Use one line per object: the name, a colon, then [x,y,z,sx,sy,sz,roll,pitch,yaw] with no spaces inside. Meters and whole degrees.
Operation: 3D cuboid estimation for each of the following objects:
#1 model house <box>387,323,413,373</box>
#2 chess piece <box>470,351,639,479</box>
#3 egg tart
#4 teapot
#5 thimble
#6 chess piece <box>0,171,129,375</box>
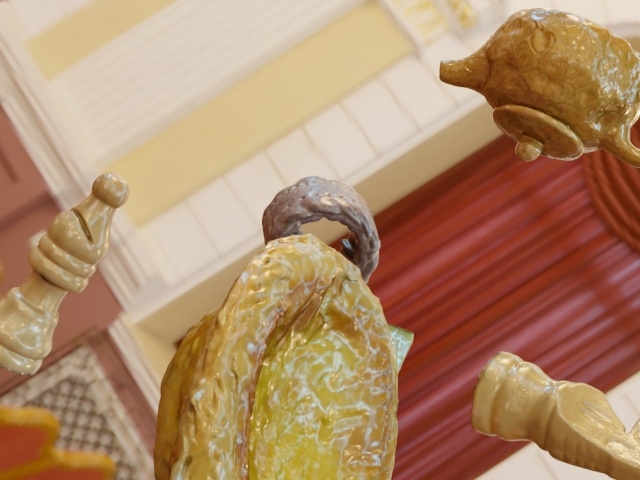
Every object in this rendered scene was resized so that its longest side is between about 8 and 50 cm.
model house: [-0.016,0.182,1.841,0.214,0.189,0.195,23,-15,-35]
chess piece: [0.253,0.182,1.288,0.200,0.090,0.090,20,-24,28]
egg tart: [-0.048,0.153,1.044,0.319,0.128,0.318,3,87,-62]
teapot: [0.290,-0.163,1.583,0.311,0.167,0.203,25,-10,10]
thimble: [0.000,-0.002,1.678,0.150,0.150,0.097,60,7,-27]
chess piece: [-0.368,0.036,1.873,0.124,0.307,0.139,37,5,27]
